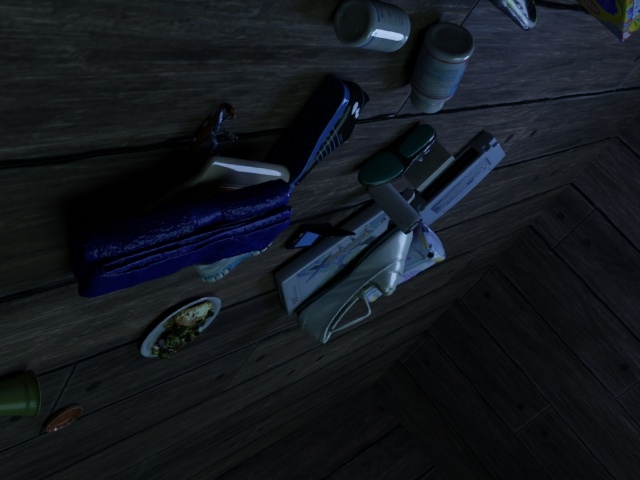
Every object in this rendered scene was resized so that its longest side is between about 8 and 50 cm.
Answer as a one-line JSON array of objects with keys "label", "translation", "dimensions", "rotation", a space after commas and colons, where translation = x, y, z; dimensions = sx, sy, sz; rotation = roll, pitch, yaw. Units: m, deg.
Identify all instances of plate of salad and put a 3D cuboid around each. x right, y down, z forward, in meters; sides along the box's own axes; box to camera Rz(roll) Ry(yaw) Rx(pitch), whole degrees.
[{"label": "plate of salad", "translation": [-0.291, 0.193, 1.535], "dimensions": [0.200, 0.048, 0.200], "rotation": [-35, 161, -14]}]

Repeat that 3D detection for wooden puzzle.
[{"label": "wooden puzzle", "translation": [-0.185, -0.046, 1.125], "dimensions": [0.238, 0.044, 0.221], "rotation": [-33, 165, 26]}]

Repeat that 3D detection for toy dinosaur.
[{"label": "toy dinosaur", "translation": [-0.150, -0.156, 1.017], "dimensions": [0.090, 0.047, 0.082], "rotation": [-15, 134, -31]}]

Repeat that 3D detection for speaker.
[{"label": "speaker", "translation": [0.167, -0.080, 1.634], "dimensions": [0.055, 0.136, 0.055], "rotation": [-38, 165, -12]}]

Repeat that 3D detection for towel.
[{"label": "towel", "translation": [-0.203, 0.010, 1.065], "dimensions": [0.308, 0.076, 0.227], "rotation": [-16, 167, -23]}]

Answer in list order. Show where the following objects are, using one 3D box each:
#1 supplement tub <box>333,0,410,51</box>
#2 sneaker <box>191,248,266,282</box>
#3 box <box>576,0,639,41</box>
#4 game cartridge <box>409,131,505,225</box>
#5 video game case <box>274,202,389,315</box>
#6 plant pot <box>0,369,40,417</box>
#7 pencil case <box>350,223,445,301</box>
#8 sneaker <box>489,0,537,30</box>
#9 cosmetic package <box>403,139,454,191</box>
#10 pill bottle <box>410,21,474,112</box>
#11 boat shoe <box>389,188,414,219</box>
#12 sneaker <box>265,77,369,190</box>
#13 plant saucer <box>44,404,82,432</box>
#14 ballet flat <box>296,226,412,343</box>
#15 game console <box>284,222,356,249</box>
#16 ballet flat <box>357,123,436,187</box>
[{"label": "supplement tub", "translation": [0.075, -0.310, 1.035], "dimensions": [0.107, 0.071, 0.071], "rotation": [-11, 147, -54]}, {"label": "sneaker", "translation": [-0.159, 0.003, 1.320], "dimensions": [0.190, 0.071, 0.083], "rotation": [-39, 156, -1]}, {"label": "box", "translation": [0.588, -0.557, 1.271], "dimensions": [0.279, 0.177, 0.290], "rotation": [-42, 161, 11]}, {"label": "game cartridge", "translation": [0.369, -0.162, 1.959], "dimensions": [0.297, 0.062, 0.198], "rotation": [-43, 165, 12]}, {"label": "video game case", "translation": [0.034, 0.050, 1.825], "dimensions": [0.329, 0.036, 0.300], "rotation": [-36, 163, -11]}, {"label": "plant pot", "translation": [-0.531, 0.268, 1.224], "dimensions": [0.079, 0.083, 0.083], "rotation": [-3, 141, -42]}, {"label": "pencil case", "translation": [0.216, 0.067, 2.014], "dimensions": [0.273, 0.124, 0.113], "rotation": [-33, 125, 26]}, {"label": "sneaker", "translation": [0.344, -0.434, 1.236], "dimensions": [0.097, 0.084, 0.234], "rotation": [-49, 159, 23]}, {"label": "cosmetic package", "translation": [0.254, -0.176, 1.696], "dimensions": [0.115, 0.060, 0.041], "rotation": [-43, 162, 14]}, {"label": "pill bottle", "translation": [0.209, -0.302, 1.279], "dimensions": [0.087, 0.087, 0.160], "rotation": [-32, 160, -22]}, {"label": "boat shoe", "translation": [0.204, -0.090, 1.841], "dimensions": [0.100, 0.035, 0.035], "rotation": [-48, 158, 4]}, {"label": "sneaker", "translation": [-0.005, -0.165, 1.200], "dimensions": [0.090, 0.081, 0.232], "rotation": [1, 135, -52]}, {"label": "plant saucer", "translation": [-0.547, 0.377, 1.529], "dimensions": [0.083, 0.013, 0.083], "rotation": [-34, 160, -14]}, {"label": "ballet flat", "translation": [0.116, 0.126, 1.906], "dimensions": [0.400, 0.139, 0.139], "rotation": [-40, 161, 6]}, {"label": "game console", "translation": [0.000, 0.000, 1.603], "dimensions": [0.107, 0.071, 0.122], "rotation": [-48, 159, 24]}, {"label": "ballet flat", "translation": [0.165, -0.169, 1.533], "dimensions": [0.203, 0.074, 0.074], "rotation": [-38, 161, -10]}]
